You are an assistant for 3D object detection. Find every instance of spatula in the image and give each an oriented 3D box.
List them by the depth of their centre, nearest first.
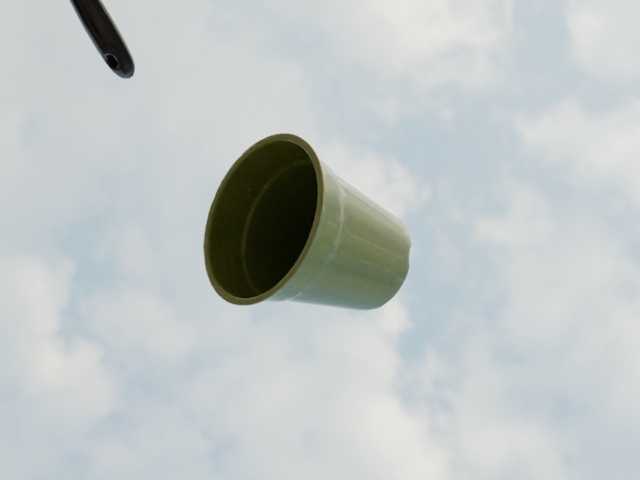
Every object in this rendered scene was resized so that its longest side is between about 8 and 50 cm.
[{"bbox_3d":[-0.240,-0.259,1.000,0.030,0.296,0.084,-43,-168,-38],"label":"spatula"}]

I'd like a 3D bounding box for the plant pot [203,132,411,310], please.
[{"bbox_3d":[0.000,0.000,0.588,0.083,0.079,0.083,-22,-121,41],"label":"plant pot"}]
